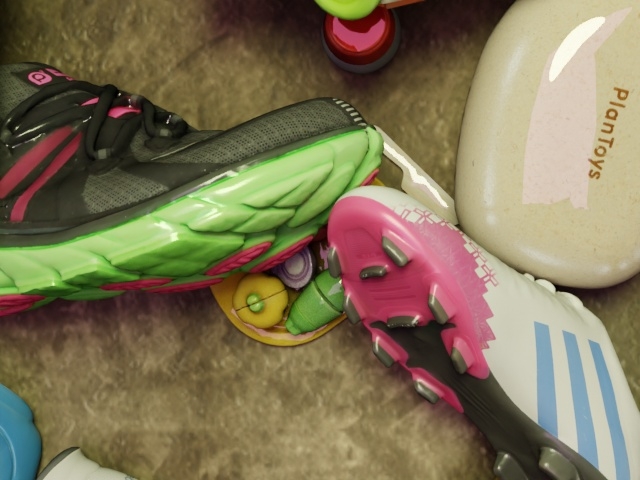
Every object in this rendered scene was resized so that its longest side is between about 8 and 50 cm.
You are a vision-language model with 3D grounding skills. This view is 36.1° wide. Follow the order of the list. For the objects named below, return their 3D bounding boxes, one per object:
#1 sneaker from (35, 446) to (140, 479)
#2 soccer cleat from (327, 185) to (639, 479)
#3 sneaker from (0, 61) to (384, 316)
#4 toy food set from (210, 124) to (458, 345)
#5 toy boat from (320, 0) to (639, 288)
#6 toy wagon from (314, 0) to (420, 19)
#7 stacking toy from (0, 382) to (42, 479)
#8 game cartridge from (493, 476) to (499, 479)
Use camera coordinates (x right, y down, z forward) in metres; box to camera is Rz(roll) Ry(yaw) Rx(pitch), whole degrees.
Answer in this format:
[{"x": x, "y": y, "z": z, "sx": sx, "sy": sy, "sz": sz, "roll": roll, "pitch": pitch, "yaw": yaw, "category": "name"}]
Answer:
[{"x": -0.214, "y": 0.332, "z": 0.832, "sx": 0.129, "sy": 0.111, "sz": 0.297, "roll": 18, "pitch": 94, "yaw": 2, "category": "sneaker"}, {"x": 0.136, "y": 0.070, "z": 0.742, "sx": 0.331, "sy": 0.116, "sz": 0.143, "roll": 51, "pitch": 56, "yaw": -14, "category": "soccer cleat"}, {"x": -0.190, "y": -0.054, "z": 0.766, "sx": 0.482, "sy": 0.185, "sz": 0.202, "roll": -8, "pitch": 83, "yaw": 18, "category": "sneaker"}, {"x": 0.000, "y": 0.000, "z": 0.814, "sx": 0.218, "sy": 0.071, "sz": 0.128, "roll": -38, "pitch": 85, "yaw": 7, "category": "toy food set"}, {"x": 0.149, "y": -0.122, "z": 0.769, "sx": 0.318, "sy": 0.148, "sz": 0.268, "roll": 22, "pitch": 98, "yaw": 1, "category": "toy boat"}, {"x": 0.057, "y": -0.250, "z": 0.716, "sx": 0.344, "sy": 0.068, "sz": 0.267, "roll": 20, "pitch": 51, "yaw": 21, "category": "toy wagon"}, {"x": -0.410, "y": 0.204, "z": 0.851, "sx": 0.301, "sy": 0.175, "sz": 0.166, "roll": -7, "pitch": 54, "yaw": 26, "category": "stacking toy"}, {"x": 0.145, "y": 0.371, "z": 0.710, "sx": 0.324, "sy": 0.285, "sz": 0.052, "roll": 59, "pitch": 141, "yaw": 5, "category": "game cartridge"}]
